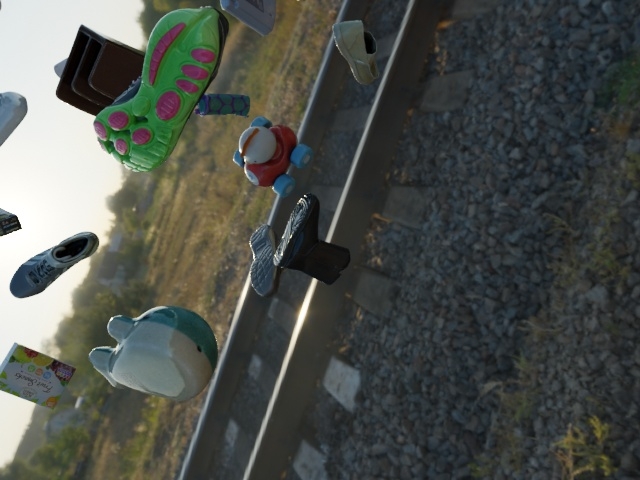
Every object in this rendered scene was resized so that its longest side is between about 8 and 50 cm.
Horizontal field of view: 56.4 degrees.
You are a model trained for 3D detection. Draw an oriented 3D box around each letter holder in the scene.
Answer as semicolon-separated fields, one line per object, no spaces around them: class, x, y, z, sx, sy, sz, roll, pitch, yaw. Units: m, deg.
letter holder;-0.511;-0.398;1.592;0.152;0.302;0.214;36;104;37

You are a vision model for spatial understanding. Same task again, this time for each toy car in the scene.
toy car;-0.188;-0.268;1.828;0.210;0.219;0.238;-58;-21;14

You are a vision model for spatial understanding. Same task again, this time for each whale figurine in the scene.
whale figurine;-0.309;0.208;1.122;0.272;0.216;0.141;-18;30;35

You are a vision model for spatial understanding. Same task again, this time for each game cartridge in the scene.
game cartridge;-0.220;-0.771;1.815;0.060;0.196;0.294;-26;60;38

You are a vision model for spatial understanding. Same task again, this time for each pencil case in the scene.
pencil case;-0.270;-0.376;1.667;0.070;0.152;0.064;-27;77;47

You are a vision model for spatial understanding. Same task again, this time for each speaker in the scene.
speaker;-0.784;-0.566;1.909;0.136;0.055;0.055;-18;45;23

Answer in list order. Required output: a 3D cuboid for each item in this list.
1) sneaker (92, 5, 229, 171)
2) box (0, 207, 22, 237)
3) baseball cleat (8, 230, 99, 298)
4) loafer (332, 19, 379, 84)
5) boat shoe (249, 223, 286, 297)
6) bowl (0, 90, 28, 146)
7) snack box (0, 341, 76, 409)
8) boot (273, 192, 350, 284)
sneaker;-0.341;-0.323;1.332;0.483;0.185;0.202;-36;17;38
box;-0.993;-0.029;1.693;0.175;0.220;0.051;15;124;40
baseball cleat;-0.536;0.045;1.174;0.206;0.072;0.109;-38;5;-4
loafer;0.123;-0.537;1.715;0.092;0.268;0.101;-14;72;21
boat shoe;-0.182;0.083;2.282;0.132;0.130;0.355;-35;37;25
bowl;-0.776;-0.298;1.448;0.142;0.053;0.142;-46;43;5
snack box;-0.621;0.294;1.295;0.037;0.141;0.100;6;65;49
boot;0.000;0.000;1.769;0.246;0.207;0.094;-65;25;12
